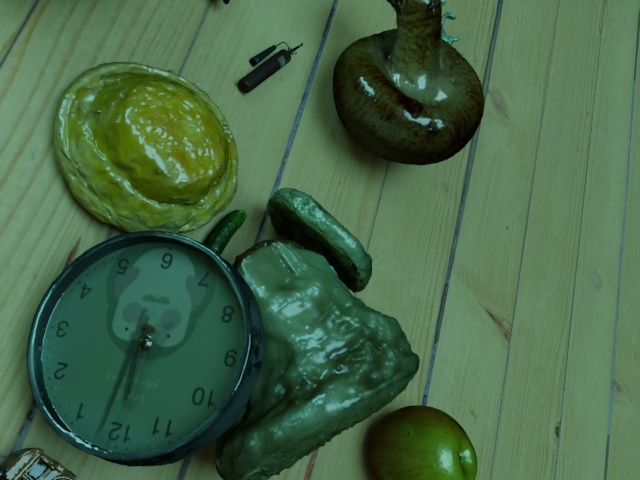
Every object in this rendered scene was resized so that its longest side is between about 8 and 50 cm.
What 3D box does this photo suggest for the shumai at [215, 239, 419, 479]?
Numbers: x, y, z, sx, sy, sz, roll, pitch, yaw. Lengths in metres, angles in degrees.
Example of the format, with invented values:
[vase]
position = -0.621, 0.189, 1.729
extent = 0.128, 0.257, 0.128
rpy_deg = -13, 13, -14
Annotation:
[shumai]
position = -0.050, 0.166, 1.094
extent = 0.323, 0.324, 0.397
rpy_deg = 59, 28, 9

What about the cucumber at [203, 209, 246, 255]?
[cucumber]
position = -0.175, 0.000, 1.179
extent = 0.037, 0.037, 0.155
rpy_deg = 48, 52, -22

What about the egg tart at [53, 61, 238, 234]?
[egg tart]
position = -0.250, -0.154, 1.091
extent = 0.319, 0.128, 0.318
rpy_deg = 13, 69, -37

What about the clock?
[clock]
position = -0.237, 0.140, 0.935
extent = 0.066, 0.319, 0.318
rpy_deg = 70, 25, -70

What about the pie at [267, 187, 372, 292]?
[pie]
position = 0.000, 0.000, 1.201
extent = 0.054, 0.240, 0.240
rpy_deg = -47, 112, -13

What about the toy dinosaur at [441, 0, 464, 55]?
[toy dinosaur]
position = 0.258, -0.543, 1.651
extent = 0.129, 0.076, 0.383
rpy_deg = -45, 102, -17

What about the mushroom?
[mushroom]
position = 0.205, -0.343, 1.398
extent = 0.334, 0.356, 0.331
rpy_deg = 50, 30, 17

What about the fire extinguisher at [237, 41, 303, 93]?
[fire extinguisher]
position = -0.102, -0.339, 1.328
extent = 0.049, 0.035, 0.173
rpy_deg = 32, 52, 14

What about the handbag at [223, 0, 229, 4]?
[handbag]
position = -0.204, -0.589, 1.259
extent = 0.211, 0.089, 0.254
rpy_deg = 39, 56, -34

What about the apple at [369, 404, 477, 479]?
[apple]
position = 0.198, 0.411, 1.310
extent = 0.196, 0.196, 0.195
rpy_deg = 11, 73, -39

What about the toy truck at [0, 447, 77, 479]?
[toy truck]
position = -0.406, 0.350, 0.867
extent = 0.092, 0.083, 0.192
rpy_deg = 51, 53, -13
